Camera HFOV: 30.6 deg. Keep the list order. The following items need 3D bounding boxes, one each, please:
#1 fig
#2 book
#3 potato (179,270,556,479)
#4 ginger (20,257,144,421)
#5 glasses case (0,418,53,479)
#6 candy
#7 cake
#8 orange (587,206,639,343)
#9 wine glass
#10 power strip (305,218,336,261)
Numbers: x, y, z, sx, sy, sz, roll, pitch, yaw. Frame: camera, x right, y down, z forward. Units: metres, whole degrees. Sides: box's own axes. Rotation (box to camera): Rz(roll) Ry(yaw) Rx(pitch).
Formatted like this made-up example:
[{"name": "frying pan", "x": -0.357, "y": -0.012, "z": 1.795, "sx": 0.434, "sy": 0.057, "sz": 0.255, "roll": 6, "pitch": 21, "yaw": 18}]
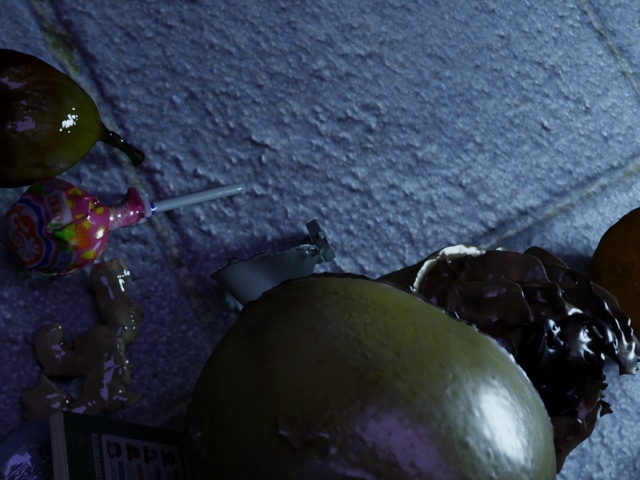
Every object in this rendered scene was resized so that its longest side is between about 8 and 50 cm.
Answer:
[{"name": "fig", "x": -0.334, "y": -0.140, "z": 1.466, "sx": 0.274, "sy": 0.145, "sz": 0.170, "roll": 10, "pitch": 64, "yaw": -41}, {"name": "book", "x": -0.194, "y": 0.306, "z": 1.317, "sx": 0.264, "sy": 0.027, "sz": 0.202, "roll": 23, "pitch": 49, "yaw": -52}, {"name": "potato", "x": 0.043, "y": 0.277, "z": 1.266, "sx": 0.442, "sy": 0.385, "sz": 0.319, "roll": 39, "pitch": 18, "yaw": -6}, {"name": "ginger", "x": -0.280, "y": 0.137, "z": 1.405, "sx": 0.149, "sy": 0.065, "sz": 0.259, "roll": 9, "pitch": 66, "yaw": -25}, {"name": "glasses case", "x": -0.265, "y": 0.327, "z": 1.314, "sx": 0.282, "sy": 0.067, "sz": 0.109, "roll": 53, "pitch": 52, "yaw": -4}, {"name": "candy", "x": -0.234, "y": -0.039, "z": 1.501, "sx": 0.365, "sy": 0.124, "sz": 0.124, "roll": -17, "pitch": 77, "yaw": -44}, {"name": "cake", "x": 0.239, "y": 0.145, "z": 1.517, "sx": 0.332, "sy": 0.321, "sz": 0.332, "roll": 23, "pitch": 55, "yaw": -37}, {"name": "orange", "x": 0.538, "y": 0.058, "z": 1.824, "sx": 0.240, "sy": 0.240, "sz": 0.240, "roll": 13, "pitch": 62, "yaw": -25}, {"name": "wine glass", "x": -0.043, "y": 0.135, "z": 1.499, "sx": 0.156, "sy": 0.156, "sz": 0.232, "roll": -7, "pitch": 77, "yaw": -33}, {"name": "power strip", "x": 0.000, "y": 0.000, "z": 1.599, "sx": 0.019, "sy": 0.136, "sz": 0.051, "roll": -28, "pitch": 84, "yaw": 0}]
